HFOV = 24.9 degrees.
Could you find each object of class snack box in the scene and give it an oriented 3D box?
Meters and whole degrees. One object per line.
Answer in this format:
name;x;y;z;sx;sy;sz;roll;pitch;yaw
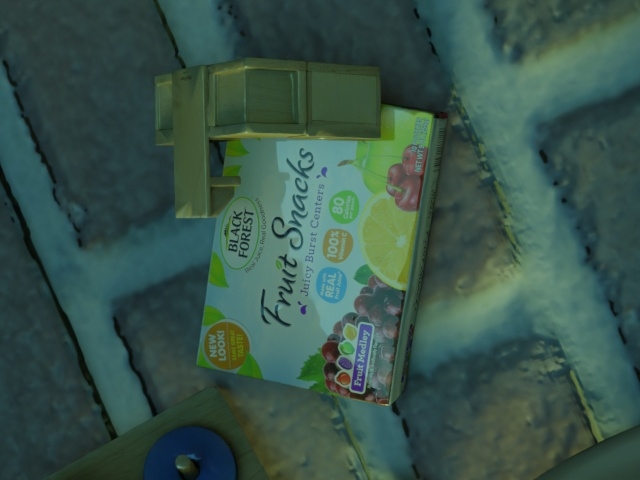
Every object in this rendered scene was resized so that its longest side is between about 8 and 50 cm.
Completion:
snack box;0.000;0.000;0.701;0.100;0.037;0.141;10;98;16

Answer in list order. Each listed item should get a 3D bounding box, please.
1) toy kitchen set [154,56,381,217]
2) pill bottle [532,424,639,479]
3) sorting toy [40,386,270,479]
toy kitchen set;-0.026;-0.044;0.669;0.083;0.075;0.068;1;91;56
pill bottle;0.205;0.241;0.594;0.188;0.188;0.334;-25;90;18
sorting toy;-0.087;0.158;0.696;0.274;0.046;0.132;-29;71;-7
